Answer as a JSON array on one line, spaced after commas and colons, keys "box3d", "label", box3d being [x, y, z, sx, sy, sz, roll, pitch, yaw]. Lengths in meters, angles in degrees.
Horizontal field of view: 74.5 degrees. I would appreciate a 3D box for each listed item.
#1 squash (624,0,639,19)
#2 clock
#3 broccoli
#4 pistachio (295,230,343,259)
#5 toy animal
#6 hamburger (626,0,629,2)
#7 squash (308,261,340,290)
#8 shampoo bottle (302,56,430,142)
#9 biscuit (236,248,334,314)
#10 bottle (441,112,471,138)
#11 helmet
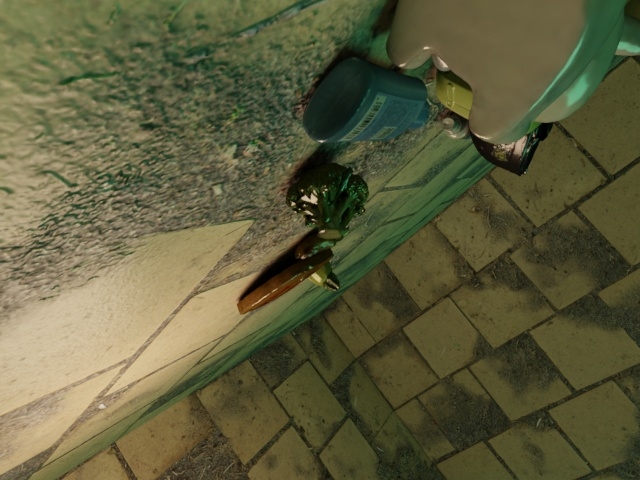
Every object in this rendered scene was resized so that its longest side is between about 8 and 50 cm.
[{"box3d": [0.707, -0.535, 0.845, 0.154, 0.204, 0.237, 0, 146, -35], "label": "squash"}, {"box3d": [0.304, -0.270, 0.640, 0.232, 0.170, 0.069, -42, 149, -11], "label": "clock"}, {"box3d": [0.013, -0.062, 0.663, 0.131, 0.120, 0.130, -8, 153, 15], "label": "broccoli"}, {"box3d": [0.000, 0.000, 1.045, 0.089, 0.049, 0.173, -15, -172, 40], "label": "pistachio"}, {"box3d": [0.259, -0.256, 0.463, 0.367, 0.196, 0.241, -22, 159, -47], "label": "toy animal"}, {"box3d": [0.579, -0.500, 0.764, 0.147, 0.083, 0.138, -41, 172, 24], "label": "hamburger"}, {"box3d": [0.007, 0.107, 1.281, 0.105, 0.132, 0.105, -36, 167, -10], "label": "squash"}, {"box3d": [0.082, -0.176, 0.561, 0.104, 0.061, 0.258, -46, 166, 32], "label": "shampoo bottle"}, {"box3d": [-0.096, 0.114, 1.126, 0.273, 0.049, 0.257, -34, 175, 40], "label": "biscuit"}, {"box3d": [0.318, -0.262, 0.966, 0.060, 0.060, 0.217, -44, 166, 30], "label": "bottle"}, {"box3d": [0.396, -0.276, 0.867, 0.231, 0.160, 0.279, -51, 147, -27], "label": "helmet"}]
